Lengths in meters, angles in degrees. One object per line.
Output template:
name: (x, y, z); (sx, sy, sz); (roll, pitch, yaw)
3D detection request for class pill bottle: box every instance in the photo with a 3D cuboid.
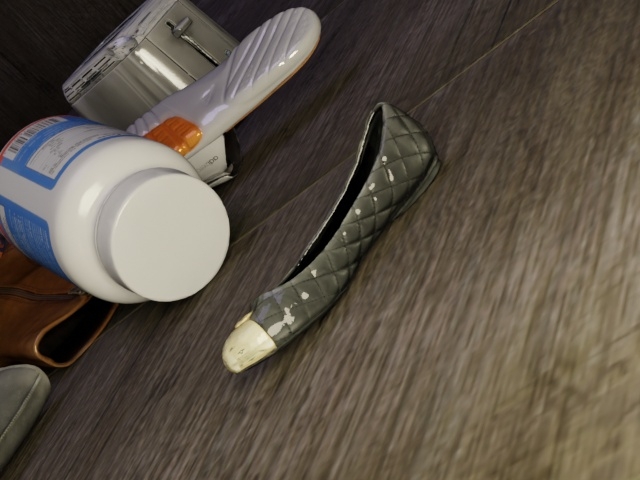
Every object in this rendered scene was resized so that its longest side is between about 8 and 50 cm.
pill bottle: (-0.158, -0.021, 1.062); (0.124, 0.124, 0.221); (-49, 31, -12)

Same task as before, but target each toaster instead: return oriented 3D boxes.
toaster: (-0.170, -0.160, 1.481); (0.227, 0.146, 0.129); (-26, 23, 54)

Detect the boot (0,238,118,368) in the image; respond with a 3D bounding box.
boot: (-0.233, 0.013, 1.291); (0.264, 0.096, 0.280); (-53, 17, -29)

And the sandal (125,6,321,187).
sandal: (-0.084, -0.092, 1.204); (0.265, 0.076, 0.102); (-33, 35, 27)

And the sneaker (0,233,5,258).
sneaker: (-0.470, 0.091, 1.751); (0.321, 0.125, 0.180); (-20, 23, 38)

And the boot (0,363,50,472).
boot: (-0.293, 0.187, 1.022); (0.189, 0.076, 0.208); (-28, 25, 12)

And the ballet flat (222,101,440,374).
ballet flat: (0.000, 0.000, 0.749); (0.173, 0.049, 0.057); (-52, 14, -21)

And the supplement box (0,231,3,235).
supplement box: (-0.368, -0.062, 1.932); (0.130, 0.073, 0.239); (-43, 13, 12)
